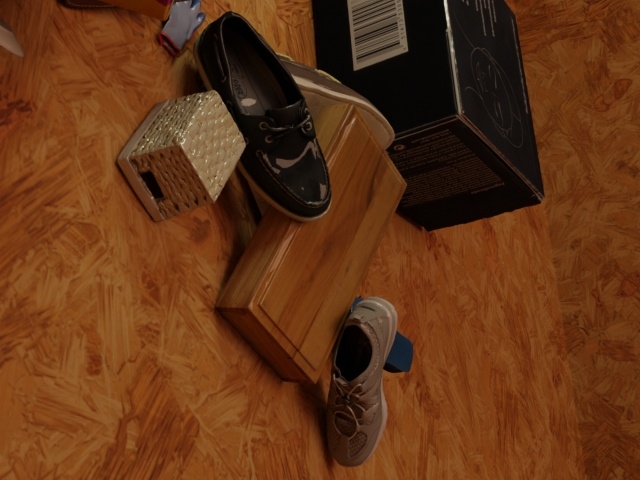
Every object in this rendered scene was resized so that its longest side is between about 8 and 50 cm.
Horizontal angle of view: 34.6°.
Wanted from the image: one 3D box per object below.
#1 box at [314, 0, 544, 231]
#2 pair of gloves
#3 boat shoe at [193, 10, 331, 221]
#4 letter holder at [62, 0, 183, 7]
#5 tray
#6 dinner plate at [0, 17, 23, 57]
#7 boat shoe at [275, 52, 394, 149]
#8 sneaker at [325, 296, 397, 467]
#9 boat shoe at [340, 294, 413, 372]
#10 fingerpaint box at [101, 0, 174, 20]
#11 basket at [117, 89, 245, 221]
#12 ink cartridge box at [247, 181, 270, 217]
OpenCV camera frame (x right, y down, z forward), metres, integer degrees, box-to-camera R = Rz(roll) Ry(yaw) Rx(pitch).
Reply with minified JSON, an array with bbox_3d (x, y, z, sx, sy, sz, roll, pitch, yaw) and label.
[{"bbox_3d":[0.228,-0.333,2.130,0.472,0.297,0.479,29,51,-54],"label":"box"},{"bbox_3d":[-0.190,-0.314,1.614,0.198,0.023,0.159,49,38,-40],"label":"pair of gloves"},{"bbox_3d":[-0.073,-0.191,1.524,0.127,0.113,0.340,-20,80,-28],"label":"boat shoe"},{"bbox_3d":[-0.230,-0.447,1.400,0.302,0.214,0.152,-18,62,-40],"label":"letter holder"},{"bbox_3d":[0.000,0.000,1.635,0.203,0.076,0.410,53,50,-38],"label":"tray"},{"bbox_3d":[-0.378,-0.252,1.123,0.141,0.017,0.141,40,3,-3],"label":"dinner plate"},{"bbox_3d":[-0.005,-0.236,1.769,0.324,0.116,0.096,17,38,-38],"label":"boat shoe"},{"bbox_3d":[0.046,0.231,1.643,0.115,0.105,0.281,-11,109,-62],"label":"sneaker"},{"bbox_3d":[0.079,0.181,1.816,0.258,0.089,0.109,51,48,-48],"label":"boat shoe"},{"bbox_3d":[-0.293,-0.503,1.136,0.371,0.163,0.444,16,54,-14],"label":"fingerpaint box"},{"bbox_3d":[-0.187,-0.123,1.427,0.113,0.103,0.167,61,29,-28],"label":"basket"},{"bbox_3d":[-0.054,-0.094,1.745,0.224,0.056,0.181,-57,128,-67],"label":"ink cartridge box"}]
